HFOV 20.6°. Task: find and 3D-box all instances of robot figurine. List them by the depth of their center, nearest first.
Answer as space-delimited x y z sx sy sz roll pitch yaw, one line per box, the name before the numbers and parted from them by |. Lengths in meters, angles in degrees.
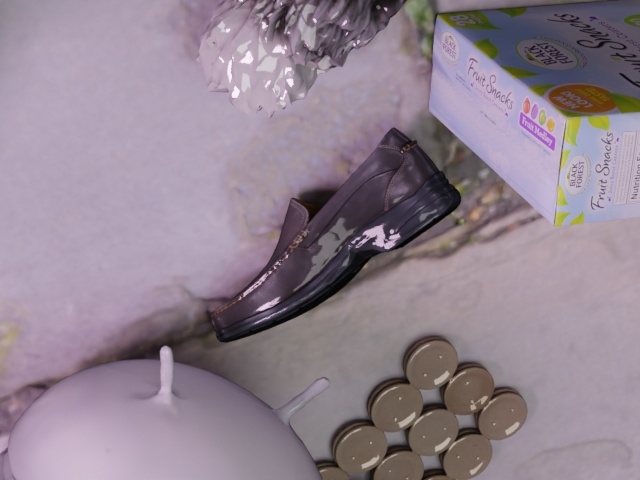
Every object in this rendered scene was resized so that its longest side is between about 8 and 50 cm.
robot figurine | -0.123 0.216 1.026 0.300 0.200 0.353 8 116 -55

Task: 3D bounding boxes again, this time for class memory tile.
memory tile | 0.062 0.139 1.173 0.113 0.012 0.148 35 99 -32

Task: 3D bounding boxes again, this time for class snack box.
snack box | 0.190 -0.081 1.012 0.207 0.174 0.070 -8 118 -19

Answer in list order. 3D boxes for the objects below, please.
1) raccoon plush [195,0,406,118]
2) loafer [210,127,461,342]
raccoon plush | 0.038 -0.286 0.839 0.446 0.216 0.299 -44 115 5
loafer | 0.000 0.000 1.058 0.170 0.062 0.061 -34 85 6
